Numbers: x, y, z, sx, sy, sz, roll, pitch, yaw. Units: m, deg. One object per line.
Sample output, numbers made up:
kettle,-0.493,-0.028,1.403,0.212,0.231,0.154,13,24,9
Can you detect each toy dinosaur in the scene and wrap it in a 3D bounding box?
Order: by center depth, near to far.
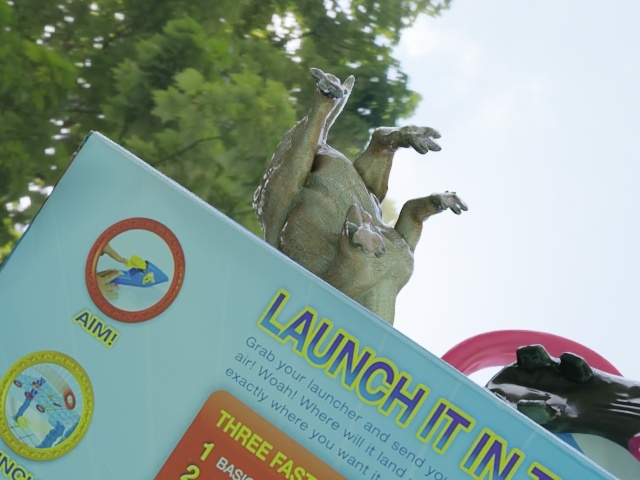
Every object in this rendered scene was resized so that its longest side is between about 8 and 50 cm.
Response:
toy dinosaur,0.000,0.000,0.835,0.200,0.127,0.296,-47,-134,37

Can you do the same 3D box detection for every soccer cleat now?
soccer cleat,0.254,0.168,0.781,0.116,0.331,0.143,-40,-64,-21

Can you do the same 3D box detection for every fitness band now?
fitness band,0.174,0.205,0.908,0.209,0.291,0.054,8,-39,4

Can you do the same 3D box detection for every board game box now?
board game box,-0.045,0.165,0.427,0.308,0.086,0.302,34,-91,17
